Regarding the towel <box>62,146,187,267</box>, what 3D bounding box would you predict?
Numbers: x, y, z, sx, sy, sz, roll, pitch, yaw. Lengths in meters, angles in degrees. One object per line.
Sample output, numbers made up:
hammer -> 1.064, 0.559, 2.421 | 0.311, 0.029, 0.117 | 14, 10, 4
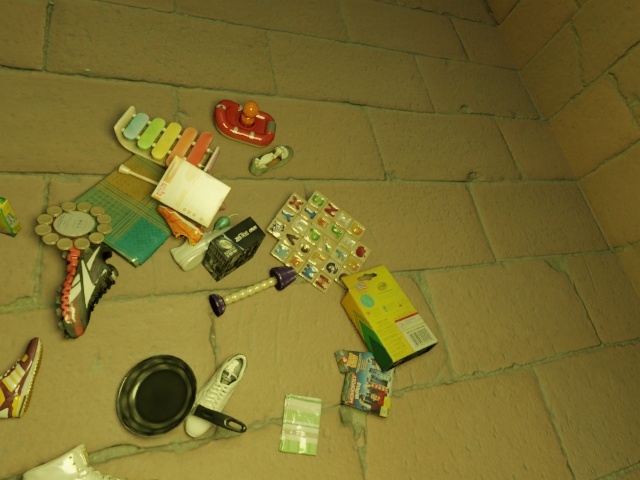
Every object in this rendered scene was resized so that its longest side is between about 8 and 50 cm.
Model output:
towel -> -0.549, -0.120, 1.323 | 0.271, 0.040, 0.370 | 36, 54, -3

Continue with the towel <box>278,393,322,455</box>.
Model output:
towel -> -0.053, 0.518, 1.204 | 0.113, 0.023, 0.152 | 14, 60, -15

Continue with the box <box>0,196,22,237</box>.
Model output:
box -> -0.845, -0.077, 1.088 | 0.105, 0.179, 0.043 | 22, 57, -11

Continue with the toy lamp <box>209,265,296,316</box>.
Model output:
toy lamp -> -0.198, 0.146, 1.305 | 0.274, 0.080, 0.080 | -22, 74, -31

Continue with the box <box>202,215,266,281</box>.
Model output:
box -> -0.262, 0.028, 1.278 | 0.147, 0.180, 0.077 | -37, 83, -32

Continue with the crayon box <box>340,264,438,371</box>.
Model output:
crayon box -> 0.209, 0.242, 1.390 | 0.202, 0.081, 0.319 | -12, 57, -33

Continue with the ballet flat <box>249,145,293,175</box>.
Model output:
ballet flat -> -0.168, -0.303, 1.559 | 0.072, 0.068, 0.213 | 48, 56, 6

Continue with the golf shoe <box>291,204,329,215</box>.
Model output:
golf shoe -> -0.039, -0.069, 1.506 | 0.176, 0.069, 0.086 | 9, 81, -15

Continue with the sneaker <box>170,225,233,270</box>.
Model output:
sneaker -> -0.361, -0.001, 1.321 | 0.094, 0.080, 0.212 | 43, 57, 17

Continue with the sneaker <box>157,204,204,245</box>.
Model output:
sneaker -> -0.429, -0.048, 1.270 | 0.175, 0.064, 0.067 | 35, 88, 17

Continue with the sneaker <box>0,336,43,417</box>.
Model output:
sneaker -> -0.717, 0.317, 1.002 | 0.083, 0.069, 0.186 | 12, 59, -23

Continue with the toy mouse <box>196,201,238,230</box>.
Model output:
toy mouse -> -0.333, -0.088, 1.386 | 0.143, 0.031, 0.161 | 1, 75, -27

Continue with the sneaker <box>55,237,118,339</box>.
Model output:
sneaker -> -0.612, 0.122, 1.131 | 0.135, 0.098, 0.276 | 2, 62, -19

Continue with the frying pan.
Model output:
frying pan -> -0.345, 0.390, 1.085 | 0.326, 0.053, 0.197 | -1, 62, -3

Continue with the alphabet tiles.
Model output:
alphabet tiles -> 0.000, 0.000, 1.456 | 0.342, 0.011, 0.285 | 37, 69, -7

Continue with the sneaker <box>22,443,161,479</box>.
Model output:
sneaker -> -0.504, 0.539, 0.954 | 0.292, 0.108, 0.169 | -4, 69, -23

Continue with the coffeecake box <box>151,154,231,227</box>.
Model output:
coffeecake box -> -0.390, -0.147, 1.296 | 0.185, 0.068, 0.142 | 31, 86, -17

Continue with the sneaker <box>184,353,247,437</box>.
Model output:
sneaker -> -0.276, 0.402, 1.130 | 0.090, 0.095, 0.235 | 34, 59, -5

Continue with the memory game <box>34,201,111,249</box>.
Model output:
memory game -> -0.670, -0.042, 1.164 | 0.186, 0.012, 0.186 | 12, 43, -12

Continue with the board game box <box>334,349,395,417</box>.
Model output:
board game box -> 0.127, 0.420, 1.310 | 0.194, 0.060, 0.194 | 22, 58, -10

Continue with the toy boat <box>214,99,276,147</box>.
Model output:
toy boat -> -0.265, -0.444, 1.542 | 0.231, 0.151, 0.151 | 14, 59, -16

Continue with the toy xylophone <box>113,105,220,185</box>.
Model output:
toy xylophone -> -0.497, -0.283, 1.365 | 0.322, 0.081, 0.236 | 17, 57, -15
